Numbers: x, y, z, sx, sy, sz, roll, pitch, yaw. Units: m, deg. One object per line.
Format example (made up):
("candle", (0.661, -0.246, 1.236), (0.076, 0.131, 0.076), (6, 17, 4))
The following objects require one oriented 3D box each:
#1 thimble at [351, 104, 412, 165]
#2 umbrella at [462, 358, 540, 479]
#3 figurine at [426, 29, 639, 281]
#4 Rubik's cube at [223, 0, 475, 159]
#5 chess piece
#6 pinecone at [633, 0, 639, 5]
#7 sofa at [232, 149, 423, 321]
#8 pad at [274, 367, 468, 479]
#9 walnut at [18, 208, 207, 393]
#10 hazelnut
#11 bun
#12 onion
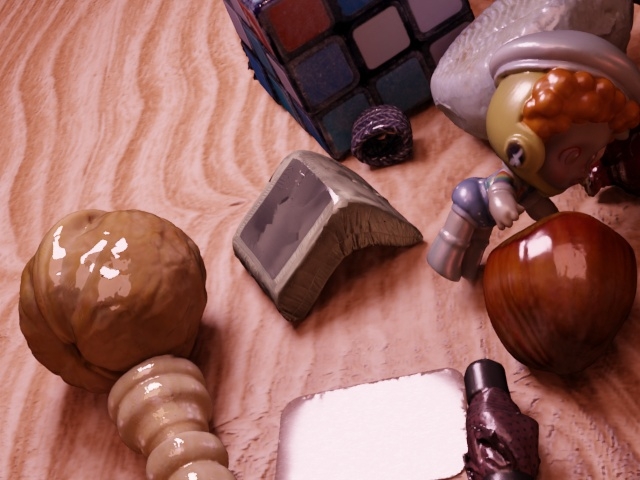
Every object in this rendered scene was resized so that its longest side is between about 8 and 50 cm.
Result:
("thimble", (0.102, -0.175, 1.766), (0.104, 0.095, 0.066), (-2, 47, 7))
("umbrella", (0.217, 0.276, 1.231), (0.326, 0.094, 0.090), (-91, 26, -45))
("figurine", (0.258, -0.119, 1.430), (0.382, 0.224, 0.205), (-50, 58, 10))
("Rubik's cube", (0.037, -0.416, 1.863), (0.363, 0.362, 0.359), (-29, 37, -4))
("chess piece", (-0.183, 0.285, 1.413), (0.142, 0.143, 0.261), (-32, 44, -5))
("pinecone", (0.662, -0.437, 1.520), (0.397, 0.398, 0.398), (-15, 41, 14))
("sofa", (0.000, 0.000, 1.650), (0.225, 0.176, 0.210), (-57, 40, 9))
("pad", (0.065, 0.257, 1.397), (0.266, 0.002, 0.176), (-13, 42, 16))
("walnut", (-0.309, 0.086, 1.585), (0.296, 0.285, 0.285), (-32, 31, 39))
("hazelnut", (0.313, 0.063, 1.348), (0.210, 0.210, 0.186), (20, 36, 41))
("bun", (0.338, -0.287, 1.662), (0.354, 0.194, 0.354), (-41, 13, 12))
("onion", (0.457, -0.130, 1.493), (0.198, 0.135, 0.173), (-17, 36, 16))
